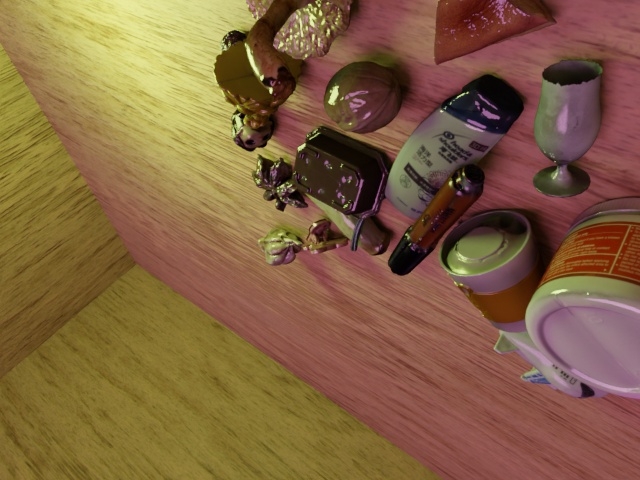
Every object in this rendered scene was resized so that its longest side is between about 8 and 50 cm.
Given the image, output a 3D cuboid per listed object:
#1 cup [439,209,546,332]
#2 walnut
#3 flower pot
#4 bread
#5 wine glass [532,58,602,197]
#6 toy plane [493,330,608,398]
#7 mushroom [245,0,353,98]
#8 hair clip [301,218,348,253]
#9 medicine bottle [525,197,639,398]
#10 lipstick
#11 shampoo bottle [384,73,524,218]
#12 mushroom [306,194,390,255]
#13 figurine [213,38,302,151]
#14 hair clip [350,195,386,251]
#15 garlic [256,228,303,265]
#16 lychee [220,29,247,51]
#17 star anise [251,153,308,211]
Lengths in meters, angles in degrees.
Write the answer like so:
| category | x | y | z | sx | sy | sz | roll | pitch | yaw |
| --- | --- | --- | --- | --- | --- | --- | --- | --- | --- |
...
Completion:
| category | x | y | z | sx | sy | sz | roll | pitch | yaw |
| --- | --- | --- | --- | --- | --- | --- | --- | --- | --- |
| cup | 0.371 | 0.058 | 0.978 | 0.226 | 0.186 | 0.241 | 51 | -176 | -26 |
| walnut | 0.082 | -0.277 | 0.889 | 0.140 | 0.140 | 0.162 | 50 | 140 | -14 |
| flower pot | 0.031 | -0.155 | 1.093 | 0.251 | 0.084 | 0.178 | 31 | 125 | 26 |
| bread | 0.238 | -0.341 | 0.683 | 0.193 | 0.067 | 0.119 | 3 | 140 | 51 |
| wine glass | 0.382 | -0.171 | 0.710 | 0.093 | 0.093 | 0.202 | 17 | 143 | 38 |
| toy plane | 0.551 | 0.279 | 1.077 | 0.267 | 0.122 | 0.266 | 28 | 149 | 19 |
| mushroom | -0.067 | -0.404 | 0.769 | 0.233 | 0.301 | 0.208 | 33 | 118 | -8 |
| hair clip | 0.004 | 0.010 | 1.398 | 0.102 | 0.123 | 0.138 | 65 | 152 | 21 |
| medicine bottle | 0.508 | 0.095 | 0.758 | 0.253 | 0.241 | 0.252 | 31 | 150 | 20 |
| lipstick | 0.237 | -0.028 | 0.987 | 0.077 | 0.077 | 0.418 | 38 | 154 | 9 |
| shampoo bottle | 0.235 | -0.173 | 0.898 | 0.134 | 0.078 | 0.359 | 39 | 151 | 4 |
| mushroom | 0.062 | -0.077 | 1.236 | 0.312 | 0.081 | 0.100 | 45 | 145 | -1 |
| figurine | -0.158 | -0.318 | 1.114 | 0.168 | 0.187 | 0.315 | 36 | 159 | 3 |
| hair clip | 0.122 | -0.063 | 1.146 | 0.070 | 0.039 | 0.229 | 37 | 128 | 8 |
| garlic | -0.113 | 0.021 | 1.550 | 0.194 | 0.131 | 0.127 | -7 | 106 | 45 |
| lychee | -0.198 | -0.453 | 1.065 | 0.083 | 0.068 | 0.067 | 69 | 175 | -68 |
| star anise | -0.132 | -0.171 | 1.348 | 0.212 | 0.073 | 0.196 | -3 | 122 | 56 |
